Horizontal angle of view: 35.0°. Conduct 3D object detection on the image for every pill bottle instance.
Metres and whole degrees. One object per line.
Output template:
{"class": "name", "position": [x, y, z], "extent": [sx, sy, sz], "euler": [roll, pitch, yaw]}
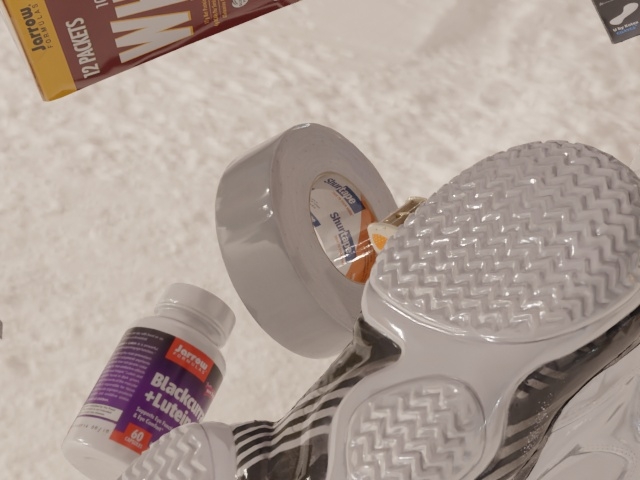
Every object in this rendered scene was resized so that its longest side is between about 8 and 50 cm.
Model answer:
{"class": "pill bottle", "position": [-0.156, 0.141, 0.976], "extent": [0.108, 0.108, 0.193], "euler": [21, 59, 8]}

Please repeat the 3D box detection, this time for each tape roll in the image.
{"class": "tape roll", "position": [0.000, 0.000, 0.975], "extent": [0.219, 0.072, 0.219], "euler": [32, 46, -40]}

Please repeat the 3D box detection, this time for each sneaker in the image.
{"class": "sneaker", "position": [0.045, 0.139, 0.493], "extent": [0.210, 0.366, 0.137], "euler": [44, 2, -41]}

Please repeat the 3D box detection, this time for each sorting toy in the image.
{"class": "sorting toy", "position": [0.092, -0.005, 0.849], "extent": [0.075, 0.044, 0.083], "euler": [2, 19, 29]}

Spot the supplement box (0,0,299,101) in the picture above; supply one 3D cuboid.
{"class": "supplement box", "position": [-0.126, -0.223, 0.610], "extent": [0.191, 0.129, 0.194], "euler": [-25, 64, -12]}

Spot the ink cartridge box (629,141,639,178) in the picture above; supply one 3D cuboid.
{"class": "ink cartridge box", "position": [0.427, -0.050, 1.164], "extent": [0.092, 0.217, 0.159], "euler": [32, -20, -20]}

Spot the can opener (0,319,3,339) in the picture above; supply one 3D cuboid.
{"class": "can opener", "position": [-0.469, 0.182, 1.327], "extent": [0.076, 0.095, 0.283], "euler": [-13, 51, 3]}

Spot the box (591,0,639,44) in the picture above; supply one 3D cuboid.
{"class": "box", "position": [0.296, -0.332, 0.904], "extent": [0.142, 0.163, 0.247], "euler": [41, 39, -46]}
